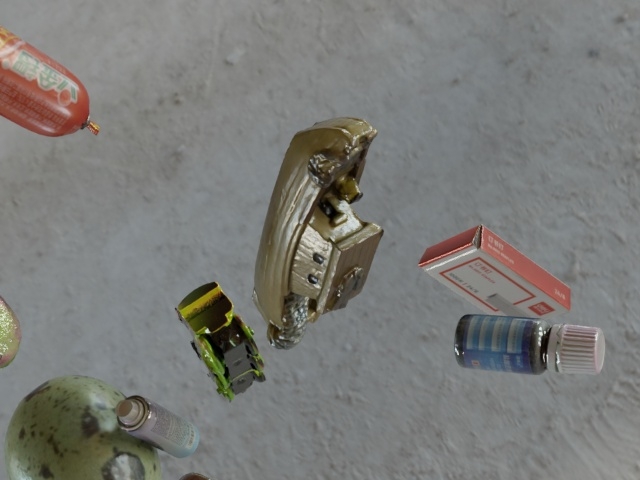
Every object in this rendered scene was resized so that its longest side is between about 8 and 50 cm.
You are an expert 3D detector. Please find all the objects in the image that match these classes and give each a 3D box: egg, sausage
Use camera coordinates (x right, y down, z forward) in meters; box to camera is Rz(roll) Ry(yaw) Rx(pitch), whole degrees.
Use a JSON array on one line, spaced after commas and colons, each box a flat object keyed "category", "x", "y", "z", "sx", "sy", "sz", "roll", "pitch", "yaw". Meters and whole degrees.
[{"category": "egg", "x": -0.461, "y": 0.442, "z": 1.979, "sx": 0.287, "sy": 0.287, "sz": 0.379, "roll": -41, "pitch": 62, "yaw": -3}, {"category": "sausage", "x": -0.173, "y": -0.091, "z": 0.525, "sx": 0.050, "sy": 0.145, "sz": 0.048, "roll": 22, "pitch": 82, "yaw": 50}]

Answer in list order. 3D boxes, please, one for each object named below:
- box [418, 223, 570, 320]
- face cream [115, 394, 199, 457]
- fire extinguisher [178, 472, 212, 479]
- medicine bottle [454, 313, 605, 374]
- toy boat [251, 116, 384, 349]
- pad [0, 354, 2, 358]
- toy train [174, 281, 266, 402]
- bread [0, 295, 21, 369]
[{"category": "box", "x": 0.275, "y": 0.060, "z": 1.576, "sx": 0.123, "sy": 0.229, "sz": 0.050, "roll": -27, "pitch": 40, "yaw": 43}, {"category": "face cream", "x": -0.312, "y": 0.349, "z": 1.902, "sx": 0.075, "sy": 0.229, "sz": 0.075, "roll": -10, "pitch": 61, "yaw": 18}, {"category": "fire extinguisher", "x": -0.243, "y": 0.425, "z": 1.178, "sx": 0.138, "sy": 0.102, "sz": 0.344, "roll": -14, "pitch": 23, "yaw": 47}, {"category": "medicine bottle", "x": 0.297, "y": 0.149, "z": 1.433, "sx": 0.203, "sy": 0.083, "sz": 0.083, "roll": 0, "pitch": 56, "yaw": 26}, {"category": "toy boat", "x": 0.000, "y": 0.000, "z": 1.081, "sx": 0.089, "sy": 0.321, "sz": 0.121, "roll": -27, "pitch": 60, "yaw": -36}, {"category": "pad", "x": -0.452, "y": 0.154, "z": 1.097, "sx": 0.266, "sy": 0.176, "sz": 0.002, "roll": 145, "pitch": 120, "yaw": -60}, {"category": "toy train", "x": -0.179, "y": 0.194, "z": 1.853, "sx": 0.100, "sy": 0.296, "sz": 0.160, "roll": -32, "pitch": 69, "yaw": -14}, {"category": "bread", "x": -0.541, "y": 0.118, "z": 1.443, "sx": 0.033, "sy": 0.229, "sz": 0.228, "roll": -59, "pitch": 36, "yaw": 32}]
